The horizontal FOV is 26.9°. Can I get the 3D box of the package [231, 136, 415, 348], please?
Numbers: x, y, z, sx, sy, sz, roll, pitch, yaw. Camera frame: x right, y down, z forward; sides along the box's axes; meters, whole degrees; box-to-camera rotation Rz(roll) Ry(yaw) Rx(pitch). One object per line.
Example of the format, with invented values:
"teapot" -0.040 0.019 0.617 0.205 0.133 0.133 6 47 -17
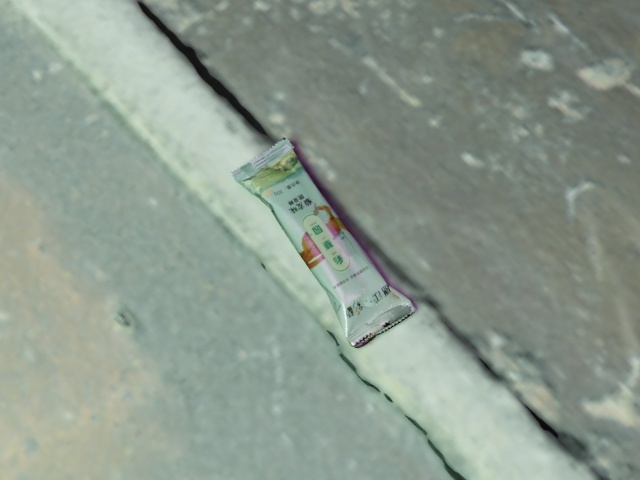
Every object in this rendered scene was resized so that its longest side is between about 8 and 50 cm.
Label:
"package" 0.000 0.000 0.647 0.037 0.015 0.110 -30 72 -18
